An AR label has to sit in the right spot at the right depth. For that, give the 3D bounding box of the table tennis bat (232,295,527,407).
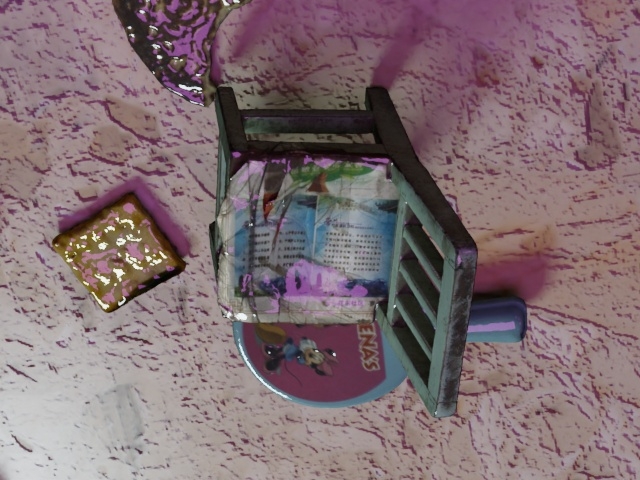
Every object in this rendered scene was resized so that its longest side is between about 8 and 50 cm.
[{"bbox_3d":[0.048,0.070,1.184,0.244,0.040,0.153,-3,117,6],"label":"table tennis bat"}]

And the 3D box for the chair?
[{"bbox_3d":[0.000,0.000,1.004,0.147,0.270,0.136,-1,119,-10],"label":"chair"}]

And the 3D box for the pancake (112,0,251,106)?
[{"bbox_3d":[-0.061,-0.193,1.051,0.190,0.020,0.184,-12,117,7],"label":"pancake"}]

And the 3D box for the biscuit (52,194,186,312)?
[{"bbox_3d":[-0.163,0.011,1.157,0.083,0.018,0.081,-30,114,14],"label":"biscuit"}]
